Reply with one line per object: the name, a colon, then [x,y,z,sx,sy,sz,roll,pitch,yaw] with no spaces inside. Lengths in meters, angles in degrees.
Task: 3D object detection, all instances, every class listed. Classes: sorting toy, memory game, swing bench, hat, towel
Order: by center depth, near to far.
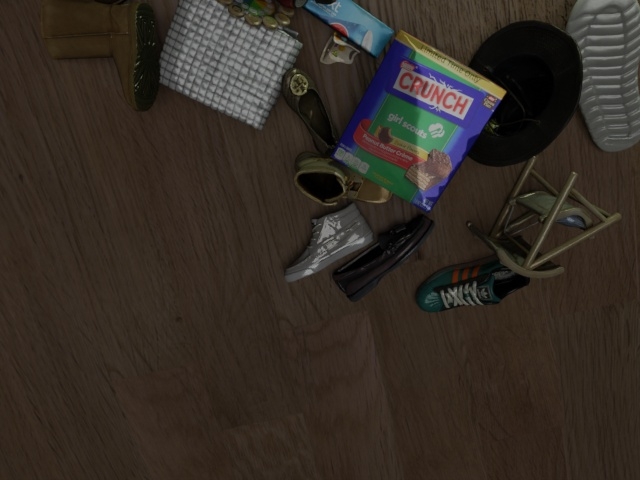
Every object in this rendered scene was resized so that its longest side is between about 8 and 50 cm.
memory game: [-0.143,-0.529,1.245,0.186,0.186,0.012,26,140,-10]
towel: [-0.207,-0.417,1.301,0.284,0.121,0.235,23,104,-8]
hat: [0.469,-0.324,1.322,0.134,0.331,0.331,6,113,-45]
sorting toy: [0.051,-0.443,1.332,0.075,0.083,0.045,20,66,-17]
swing bench: [0.522,-0.044,1.378,0.165,0.253,0.254,38,103,-13]

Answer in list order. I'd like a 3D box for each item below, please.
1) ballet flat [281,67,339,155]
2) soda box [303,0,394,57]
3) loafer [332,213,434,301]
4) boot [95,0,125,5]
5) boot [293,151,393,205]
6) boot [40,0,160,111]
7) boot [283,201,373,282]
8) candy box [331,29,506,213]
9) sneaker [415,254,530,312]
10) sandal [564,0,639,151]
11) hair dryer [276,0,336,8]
ballet flat: [-0.014,-0.292,1.326,0.084,0.058,0.250,-41,133,-12]
soda box: [0.061,-0.508,1.306,0.210,0.067,0.071,31,104,-11]
loafer: [0.158,0.033,1.469,0.095,0.109,0.302,43,104,-10]
boot: [-0.383,-0.619,1.228,0.305,0.115,0.112,-37,104,8]
boot: [0.062,-0.131,1.355,0.262,0.203,0.095,20,107,-7]
boot: [-0.488,-0.411,1.257,0.269,0.089,0.236,9,101,21]
boot: [0.000,0.000,1.466,0.258,0.095,0.123,-29,99,0]
candy box: [0.220,-0.267,1.292,0.268,0.122,0.317,30,110,2]
sneaker: [0.400,0.121,1.496,0.302,0.121,0.108,-22,107,5]
sandal: [0.668,-0.403,1.356,0.169,0.102,0.416,-12,122,17]
hair dryer: [-0.072,-0.598,1.183,0.080,0.293,0.223,-36,124,-28]
